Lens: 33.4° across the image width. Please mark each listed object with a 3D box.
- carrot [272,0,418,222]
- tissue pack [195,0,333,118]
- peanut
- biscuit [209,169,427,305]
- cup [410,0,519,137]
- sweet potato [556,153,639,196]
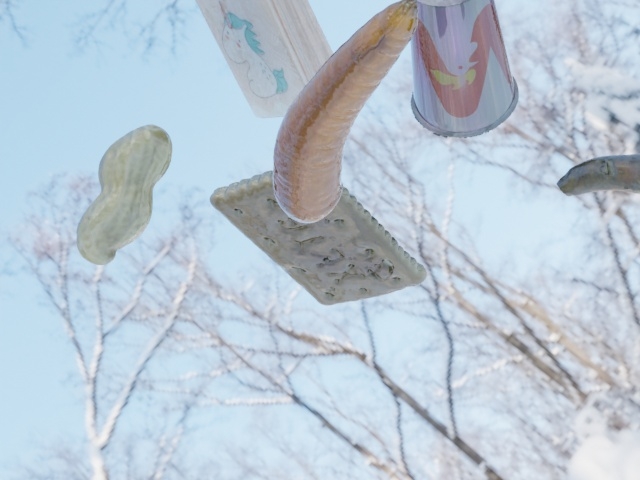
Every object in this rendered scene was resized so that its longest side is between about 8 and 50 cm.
[{"bbox_3d":[0.006,-0.093,0.818,0.062,0.066,0.271,-40,-16,-31],"label":"carrot"},{"bbox_3d":[-0.092,-0.311,1.359,0.071,0.170,0.325,-37,-69,-27],"label":"tissue pack"},{"bbox_3d":[-0.242,-0.057,1.314,0.082,0.082,0.187,28,-101,-58],"label":"peanut"},{"bbox_3d":[0.000,0.000,1.651,0.325,0.217,0.044,45,-139,-39],"label":"biscuit"},{"bbox_3d":[0.231,-0.339,1.830,0.203,0.203,0.288,-41,-35,-16],"label":"cup"},{"bbox_3d":[0.473,-0.096,1.584,0.075,0.273,0.075,-7,-81,-46],"label":"sweet potato"}]
